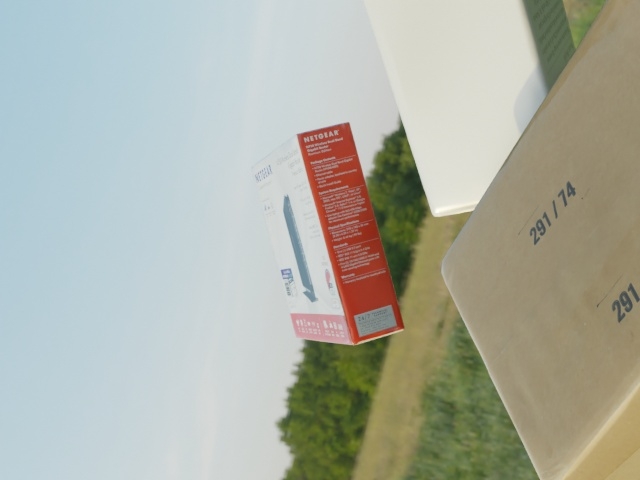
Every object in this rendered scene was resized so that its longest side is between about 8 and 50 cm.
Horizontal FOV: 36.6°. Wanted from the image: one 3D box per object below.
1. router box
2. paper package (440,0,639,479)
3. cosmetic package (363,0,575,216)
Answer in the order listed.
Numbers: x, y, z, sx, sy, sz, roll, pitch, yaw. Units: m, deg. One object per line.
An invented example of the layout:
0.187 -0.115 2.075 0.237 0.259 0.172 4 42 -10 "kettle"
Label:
0.000 0.000 1.475 0.335 0.082 0.301 163 91 -75 "router box"
0.272 0.009 0.764 0.324 0.168 0.309 -61 26 27 "paper package"
0.153 -0.282 1.038 0.230 0.162 0.453 -47 -59 -59 "cosmetic package"
